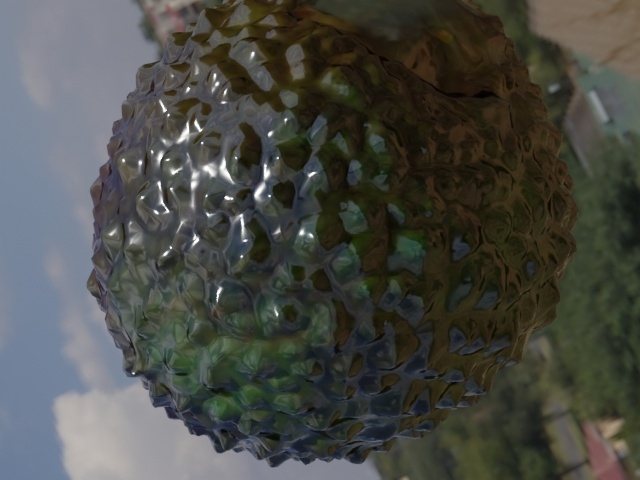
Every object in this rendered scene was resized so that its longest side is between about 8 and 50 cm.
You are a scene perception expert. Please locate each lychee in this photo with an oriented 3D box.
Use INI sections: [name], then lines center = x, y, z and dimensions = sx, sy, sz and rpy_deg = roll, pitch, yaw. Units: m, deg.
[lychee]
center = 0.000, 0.000, 0.492
dimensions = 0.171, 0.171, 0.171
rpy_deg = 63, 178, 4
